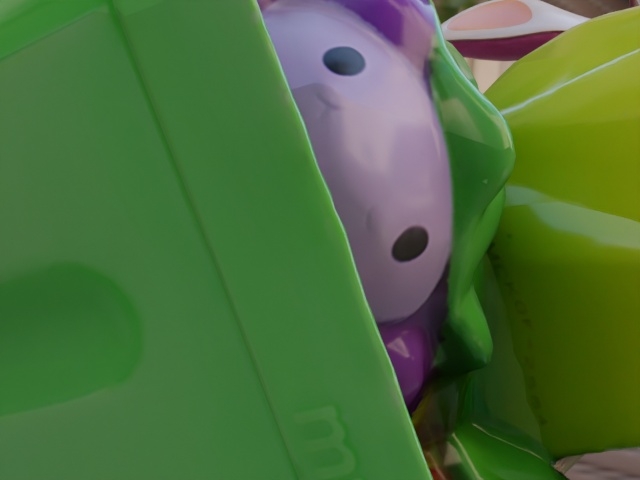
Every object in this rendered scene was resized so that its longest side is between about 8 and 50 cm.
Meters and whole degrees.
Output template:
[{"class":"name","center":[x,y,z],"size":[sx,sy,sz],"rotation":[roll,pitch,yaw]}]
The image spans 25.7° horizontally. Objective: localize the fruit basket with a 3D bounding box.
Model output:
[{"class":"fruit basket","center":[0.066,0.036,0.459],"size":[0.392,0.392,0.283],"rotation":[5,15,5]}]

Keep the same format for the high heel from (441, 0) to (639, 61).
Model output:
[{"class":"high heel","center":[0.230,-0.173,1.339],"size":[0.244,0.082,0.117],"rotation":[-10,-53,-1]}]
